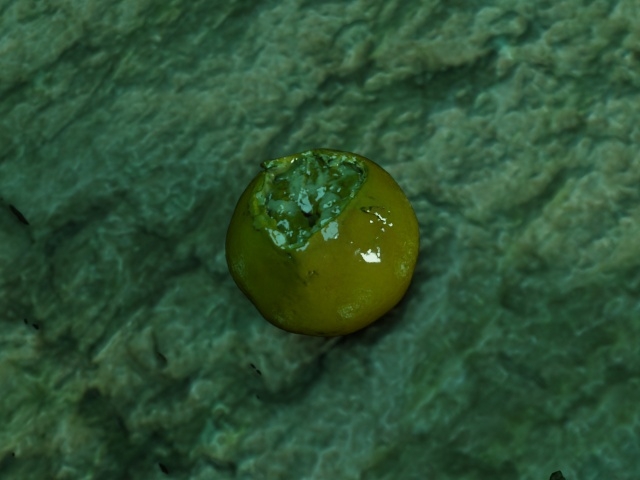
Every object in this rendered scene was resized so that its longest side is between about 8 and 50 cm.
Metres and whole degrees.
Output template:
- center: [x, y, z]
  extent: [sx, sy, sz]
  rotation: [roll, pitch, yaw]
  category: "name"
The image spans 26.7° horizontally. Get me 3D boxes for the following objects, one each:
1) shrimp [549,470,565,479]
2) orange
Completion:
- center: [0.212, 0.275, 0.922]
  extent: [0.143, 0.052, 0.251]
  rotation: [-12, 71, -1]
  category: "shrimp"
- center: [0.000, 0.000, 1.059]
  extent: [0.155, 0.134, 0.154]
  rotation: [-4, 72, 11]
  category: "orange"
